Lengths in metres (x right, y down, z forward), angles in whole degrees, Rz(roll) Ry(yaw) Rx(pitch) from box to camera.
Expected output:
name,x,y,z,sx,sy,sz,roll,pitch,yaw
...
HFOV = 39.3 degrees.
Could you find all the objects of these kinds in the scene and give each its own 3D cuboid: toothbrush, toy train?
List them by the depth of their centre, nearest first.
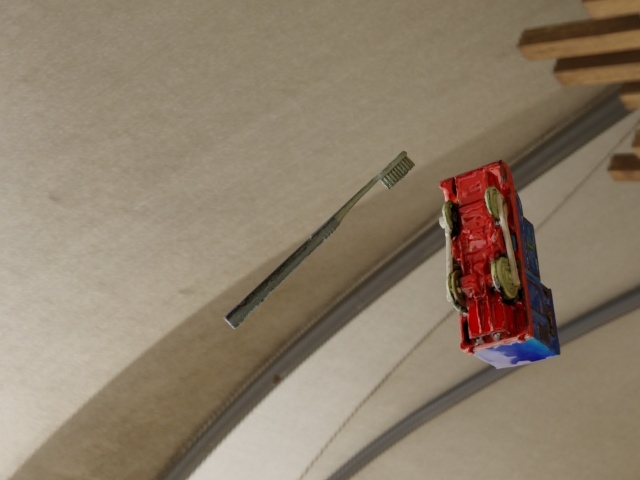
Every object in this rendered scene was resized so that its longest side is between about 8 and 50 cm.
name,x,y,z,sx,sy,sz,roll,pitch,yaw
toothbrush,0.000,0.000,0.789,0.219,0.016,0.019,-43,-87,-5
toy train,0.191,0.029,0.975,0.131,0.082,0.204,30,-130,-46
